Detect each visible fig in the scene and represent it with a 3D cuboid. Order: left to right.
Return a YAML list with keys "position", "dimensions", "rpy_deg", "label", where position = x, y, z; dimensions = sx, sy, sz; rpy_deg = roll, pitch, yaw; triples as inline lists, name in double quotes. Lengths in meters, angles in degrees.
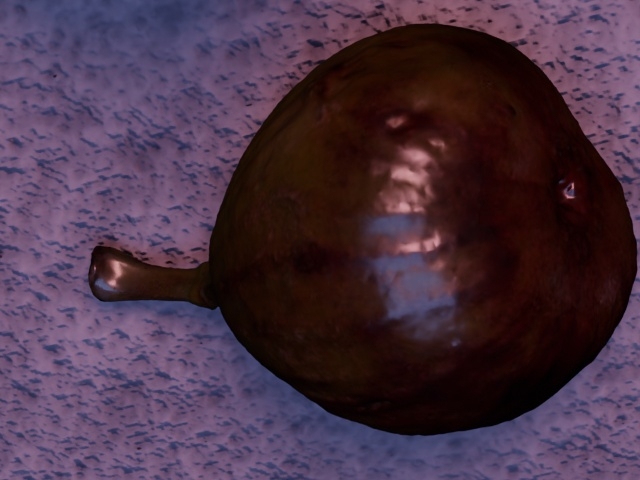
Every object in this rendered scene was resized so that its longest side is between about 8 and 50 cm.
- position: [0.000, 0.000, 0.954]
  dimensions: [0.321, 0.217, 0.217]
  rpy_deg: [-6, 123, 40]
  label: "fig"
